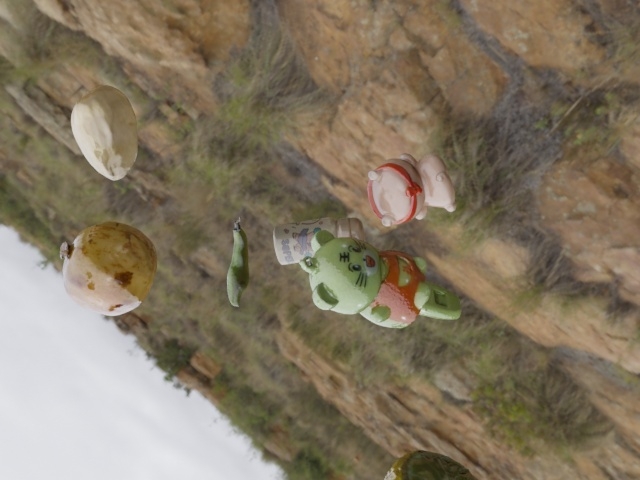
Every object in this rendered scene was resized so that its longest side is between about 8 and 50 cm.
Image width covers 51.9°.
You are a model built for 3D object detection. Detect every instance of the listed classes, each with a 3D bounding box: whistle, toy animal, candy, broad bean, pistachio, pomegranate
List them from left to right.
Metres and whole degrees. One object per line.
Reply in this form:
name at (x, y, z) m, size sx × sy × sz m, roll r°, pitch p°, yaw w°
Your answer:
pomegranate at (-0.476, 0.063, 1.462) m, size 0.215 × 0.215 × 0.215 m, roll 42°, pitch 172°, yaw 8°
pistachio at (-0.522, -0.267, 1.616) m, size 0.157 × 0.157 × 0.229 m, roll 32°, pitch 135°, yaw 54°
broad bean at (-0.286, 0.074, 2.288) m, size 0.067 × 0.325 × 0.075 m, roll 6°, pitch -172°, yaw 30°
whistle at (0.097, 0.068, 0.994) m, size 0.289 × 0.131 × 0.106 m, roll 16°, pitch 140°, yaw -23°
toy animal at (0.211, -0.121, 1.563) m, size 0.171 × 0.198 × 0.171 m, roll 166°, pitch 90°, yaw -82°
candy at (0.258, 0.582, 1.450) m, size 0.260 × 0.118 × 0.260 m, roll 20°, pitch -157°, yaw -9°

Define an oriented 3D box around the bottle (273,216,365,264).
bottle at (0.000, 0.000, 1.549) m, size 0.110 × 0.209 × 0.097 m, roll -90°, pitch -12°, yaw -49°
